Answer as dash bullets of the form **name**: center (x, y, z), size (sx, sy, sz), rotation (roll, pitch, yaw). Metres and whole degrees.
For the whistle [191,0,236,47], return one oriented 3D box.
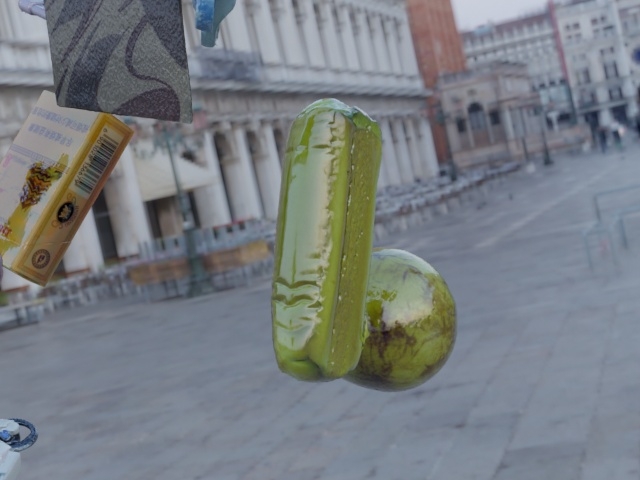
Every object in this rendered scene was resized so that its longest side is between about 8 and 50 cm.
- **whistle**: center (-0.174, -0.434, 1.715), size (0.093, 0.269, 0.180), rotation (5, 40, -8)

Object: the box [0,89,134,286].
- **box**: center (-0.421, -0.084, 1.625), size (0.174, 0.274, 0.076), rotation (21, -11, 44)

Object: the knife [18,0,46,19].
- **knife**: center (-0.484, -0.430, 2.081), size (0.132, 0.038, 0.399), rotation (-4, 23, -42)

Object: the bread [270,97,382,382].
- **bread**: center (0.000, 0.000, 1.448), size (0.112, 0.383, 0.166), rotation (2, -7, 28)

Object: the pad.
- **pad**: center (-0.274, -0.270, 1.382), size (0.004, 0.220, 0.330), rotation (-18, 20, -40)

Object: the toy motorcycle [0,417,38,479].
- **toy motorcycle**: center (-0.443, 0.278, 1.284), size (0.150, 0.102, 0.221), rotation (11, 29, 3)

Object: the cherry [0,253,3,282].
- **cherry**: center (-0.431, 0.051, 1.231), size (0.106, 0.126, 0.087), rotation (32, -4, -6)

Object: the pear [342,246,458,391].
- **pear**: center (0.107, 0.146, 1.933), size (0.284, 0.283, 0.283), rotation (-12, 3, 1)
